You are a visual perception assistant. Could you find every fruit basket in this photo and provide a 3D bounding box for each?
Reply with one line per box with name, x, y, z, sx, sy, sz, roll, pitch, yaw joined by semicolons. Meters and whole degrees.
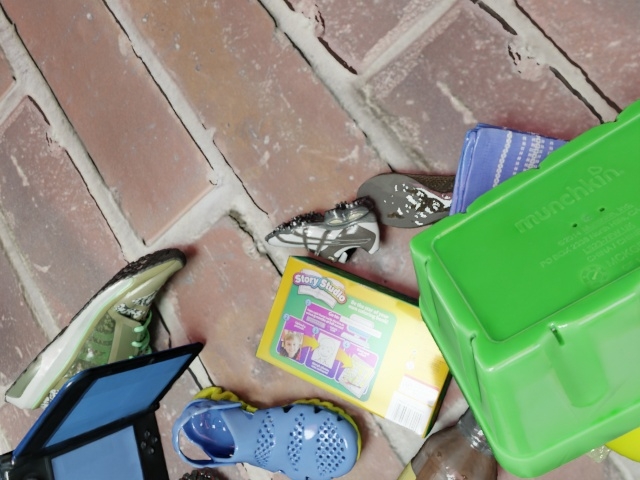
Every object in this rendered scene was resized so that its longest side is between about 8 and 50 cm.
fruit basket;0.318;0.086;0.546;0.392;0.392;0.283;-38;43;15

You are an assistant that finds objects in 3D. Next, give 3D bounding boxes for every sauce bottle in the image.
sauce bottle;0.161;0.341;0.690;0.111;0.111;0.344;36;101;19

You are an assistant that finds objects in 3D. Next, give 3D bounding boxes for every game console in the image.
game console;-0.291;0.311;0.771;0.173;0.293;0.250;-19;81;20

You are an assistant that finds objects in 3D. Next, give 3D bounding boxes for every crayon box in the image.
crayon box;0.058;0.144;0.756;0.279;0.081;0.165;21;95;21

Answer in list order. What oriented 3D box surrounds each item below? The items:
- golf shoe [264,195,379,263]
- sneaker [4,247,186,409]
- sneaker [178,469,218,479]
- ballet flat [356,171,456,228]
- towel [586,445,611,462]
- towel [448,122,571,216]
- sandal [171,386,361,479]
golf shoe;0.000;0.000;0.789;0.198;0.077;0.093;-12;105;36
sneaker;-0.355;0.181;0.914;0.182;0.158;0.410;43;102;-14
sneaker;-0.143;0.469;0.829;0.225;0.088;0.092;30;119;20
ballet flat;0.174;-0.064;0.742;0.250;0.058;0.084;-2;103;27
towel;0.355;0.201;0.667;0.110;0.027;0.148;31;97;19
towel;0.327;-0.001;0.639;0.336;0.040;0.243;12;95;8
sandal;-0.096;0.305;0.781;0.318;0.138;0.126;-2;85;20
